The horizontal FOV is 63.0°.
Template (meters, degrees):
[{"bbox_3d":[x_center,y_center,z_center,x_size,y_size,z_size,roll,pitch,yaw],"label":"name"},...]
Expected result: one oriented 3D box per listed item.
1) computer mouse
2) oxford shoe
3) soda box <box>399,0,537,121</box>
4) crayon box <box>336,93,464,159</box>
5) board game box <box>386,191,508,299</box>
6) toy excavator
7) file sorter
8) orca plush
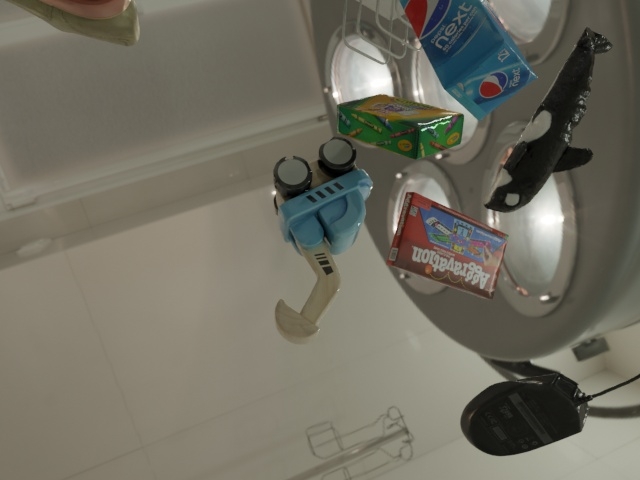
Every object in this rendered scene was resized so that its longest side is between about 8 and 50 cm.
[{"bbox_3d":[0.229,0.120,0.442,0.071,0.242,0.041,54,24,-13],"label":"computer mouse"},{"bbox_3d":[-0.494,-0.432,0.884,0.397,0.140,0.146,26,-19,6],"label":"oxford shoe"},{"bbox_3d":[0.136,-0.228,0.536,0.067,0.071,0.210,-37,-129,31],"label":"soda box"},{"bbox_3d":[0.192,-0.290,1.298,0.278,0.165,0.081,30,-49,43],"label":"crayon box"},{"bbox_3d":[0.261,0.017,1.038,0.027,0.281,0.145,10,-97,59],"label":"board game box"},{"bbox_3d":[0.000,0.000,1.425,0.445,0.433,0.222,58,-16,18],"label":"toy excavator"},{"bbox_3d":[0.208,-0.584,1.324,0.277,0.192,0.173,-2,-101,51],"label":"file sorter"},{"bbox_3d":[0.360,-0.155,0.779,0.102,0.287,0.151,31,11,13],"label":"orca plush"}]
